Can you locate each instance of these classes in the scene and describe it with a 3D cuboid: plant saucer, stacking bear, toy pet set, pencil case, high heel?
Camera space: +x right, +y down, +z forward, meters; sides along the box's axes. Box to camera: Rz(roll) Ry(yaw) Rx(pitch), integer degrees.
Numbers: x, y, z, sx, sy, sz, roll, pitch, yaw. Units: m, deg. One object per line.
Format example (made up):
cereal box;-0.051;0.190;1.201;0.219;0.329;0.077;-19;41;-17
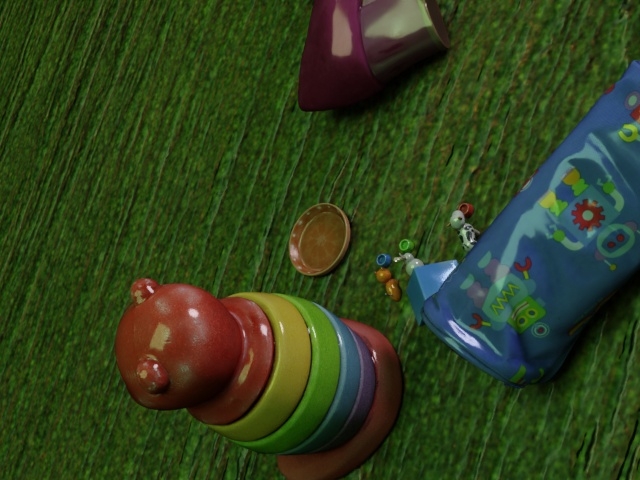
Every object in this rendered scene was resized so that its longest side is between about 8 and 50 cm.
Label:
plant saucer;0.000;0.000;1.151;0.083;0.013;0.083;-16;64;36
stacking bear;-0.069;0.119;0.975;0.164;0.289;0.175;-23;60;34
toy pet set;0.099;0.027;1.019;0.122;0.065;0.114;-35;54;27
pencil case;0.225;-0.007;0.886;0.133;0.119;0.306;43;105;13
high heel;0.010;-0.333;1.185;0.181;0.127;0.377;-24;62;21
